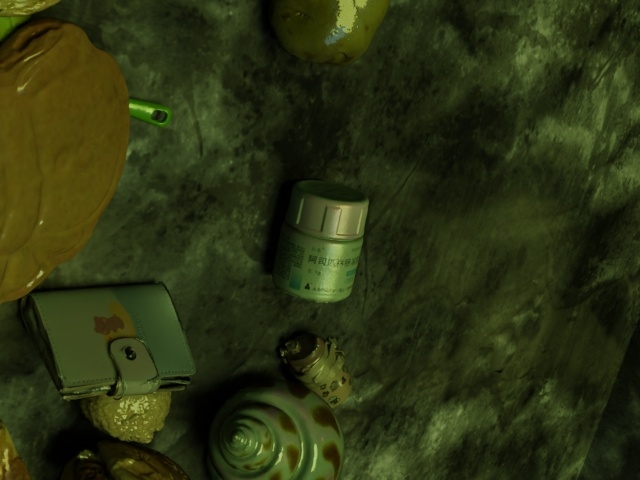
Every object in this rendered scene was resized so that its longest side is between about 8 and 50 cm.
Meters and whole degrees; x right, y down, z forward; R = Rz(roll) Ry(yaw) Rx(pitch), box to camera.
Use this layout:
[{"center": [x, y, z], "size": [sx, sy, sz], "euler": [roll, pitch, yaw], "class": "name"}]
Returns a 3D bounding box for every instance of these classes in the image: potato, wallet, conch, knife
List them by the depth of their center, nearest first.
[{"center": [-0.255, -0.173, 1.194], "size": [0.166, 0.022, 0.078], "euler": [5, 122, -49], "class": "knife"}, {"center": [-0.276, 0.135, 1.253], "size": [0.231, 0.170, 0.069], "euler": [1, 145, -49], "class": "wallet"}, {"center": [0.017, -0.343, 1.317], "size": [0.154, 0.137, 0.200], "euler": [1, 111, -48], "class": "potato"}, {"center": [-0.084, 0.349, 1.546], "size": [0.249, 0.197, 0.368], "euler": [-40, 134, 3], "class": "conch"}]

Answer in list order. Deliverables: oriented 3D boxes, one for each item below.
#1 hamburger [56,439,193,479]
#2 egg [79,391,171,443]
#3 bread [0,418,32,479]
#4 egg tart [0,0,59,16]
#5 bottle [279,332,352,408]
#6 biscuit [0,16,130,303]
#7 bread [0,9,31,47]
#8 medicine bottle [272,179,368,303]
[{"center": [-0.237, 0.391, 1.324], "size": [0.144, 0.259, 0.283], "euler": [-38, 159, -1], "class": "hamburger"}, {"center": [-0.269, 0.223, 1.326], "size": [0.140, 0.116, 0.118], "euler": [14, 77, -47], "class": "egg"}, {"center": [-0.478, 0.336, 1.079], "size": [0.279, 0.207, 0.279], "euler": [-28, 131, -34], "class": "bread"}, {"center": [-0.337, -0.310, 0.934], "size": [0.212, 0.090, 0.212], "euler": [6, 76, -23], "class": "egg tart"}, {"center": [-0.007, 0.216, 1.635], "size": [0.099, 0.099, 0.152], "euler": [-46, 135, -21], "class": "bottle"}, {"center": [-0.341, -0.069, 1.059], "size": [0.351, 0.057, 0.312], "euler": [-44, 149, -35], "class": "biscuit"}, {"center": [-0.369, -0.221, 1.007], "size": [0.139, 0.071, 0.130], "euler": [-42, 132, -25], "class": "bread"}, {"center": [0.000, 0.000, 1.492], "size": [0.135, 0.135, 0.168], "euler": [-6, 113, -47], "class": "medicine bottle"}]
